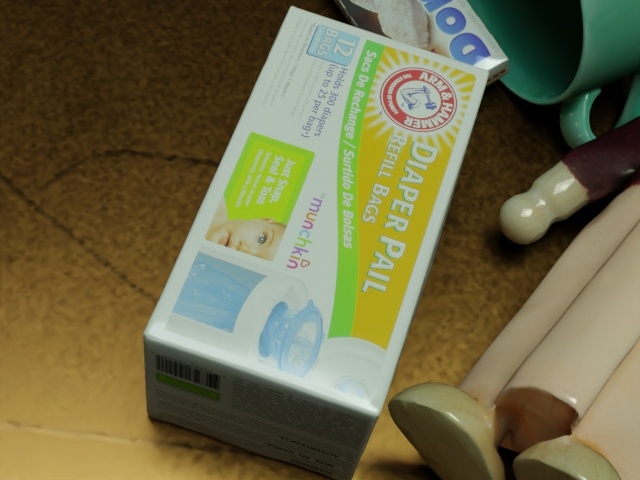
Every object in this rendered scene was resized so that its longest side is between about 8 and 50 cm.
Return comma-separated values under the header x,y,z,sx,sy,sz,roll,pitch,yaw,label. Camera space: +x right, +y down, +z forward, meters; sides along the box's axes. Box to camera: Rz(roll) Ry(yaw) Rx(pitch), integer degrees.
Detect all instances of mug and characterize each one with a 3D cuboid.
x,y,z,sx,sy,sz,roll,pitch,yaw,label
0.154,-0.145,0.707,0.097,0.157,0.129,-23,42,-19,mug

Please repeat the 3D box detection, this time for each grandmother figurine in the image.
x,y,z,sx,sy,sz,roll,pitch,yaw,label
0.192,-0.007,0.608,0.208,0.104,0.342,26,61,26,grandmother figurine

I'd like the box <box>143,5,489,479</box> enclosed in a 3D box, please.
x,y,z,sx,sy,sz,roll,pitch,yaw,label
0.000,0.000,0.611,0.114,0.103,0.203,18,61,3,box

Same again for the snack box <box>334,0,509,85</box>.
x,y,z,sx,sy,sz,roll,pitch,yaw,label
0.041,-0.156,0.738,0.064,0.022,0.178,-31,68,-2,snack box
